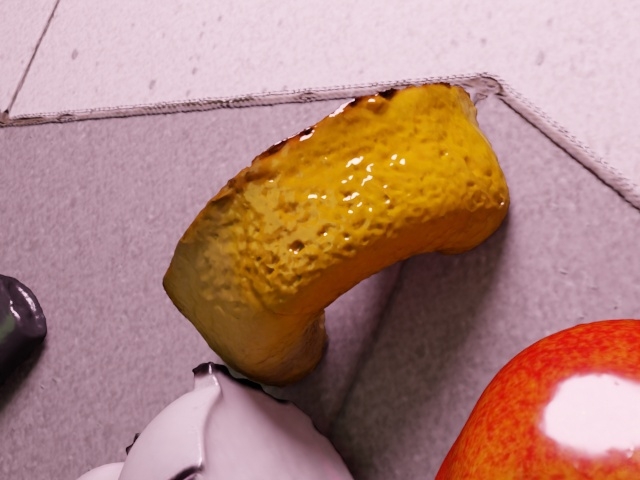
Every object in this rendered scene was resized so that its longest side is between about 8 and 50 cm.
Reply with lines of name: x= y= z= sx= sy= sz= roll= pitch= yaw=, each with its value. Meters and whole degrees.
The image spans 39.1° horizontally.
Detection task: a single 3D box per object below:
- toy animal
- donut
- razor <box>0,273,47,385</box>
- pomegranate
toy animal: x=-0.093 y=0.213 z=0.567 sx=0.235 sy=0.165 sz=0.187 roll=-40 pitch=19 yaw=17
donut: x=-0.006 y=0.002 z=0.584 sx=0.259 sy=0.152 sz=0.101 roll=-39 pitch=66 yaw=21
razor: x=-0.312 y=0.102 z=0.814 sx=0.148 sy=0.054 sz=0.090 roll=-46 pitch=61 yaw=15
pomegranate: x=0.141 y=0.159 z=0.391 sx=0.220 sy=0.221 sz=0.257 roll=2 pitch=46 yaw=33
